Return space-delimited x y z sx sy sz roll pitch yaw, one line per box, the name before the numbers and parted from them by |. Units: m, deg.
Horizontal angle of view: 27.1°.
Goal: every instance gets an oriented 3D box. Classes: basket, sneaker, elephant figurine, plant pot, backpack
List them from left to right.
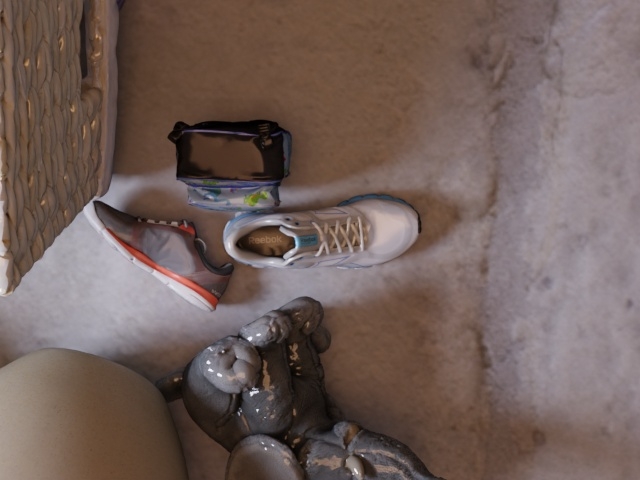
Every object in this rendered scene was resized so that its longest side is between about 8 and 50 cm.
basket | -0.361 -0.160 1.098 0.331 0.266 0.328 8 116 7
plant pot | -0.233 0.210 1.205 0.284 0.284 0.191 18 64 1
sneaker | -0.151 0.001 1.263 0.158 0.061 0.065 36 83 -9
backpack | -0.077 -0.069 1.214 0.105 0.114 0.084 1 98 6
elephant figurine | -0.018 0.188 1.214 0.169 0.186 0.239 -29 86 -16
sneaker | 0.000 0.000 1.235 0.190 0.083 0.071 -8 95 3

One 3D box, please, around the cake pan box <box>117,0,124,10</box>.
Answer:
cake pan box | -0.247 -0.375 1.209 0.266 0.070 0.246 31 96 0
